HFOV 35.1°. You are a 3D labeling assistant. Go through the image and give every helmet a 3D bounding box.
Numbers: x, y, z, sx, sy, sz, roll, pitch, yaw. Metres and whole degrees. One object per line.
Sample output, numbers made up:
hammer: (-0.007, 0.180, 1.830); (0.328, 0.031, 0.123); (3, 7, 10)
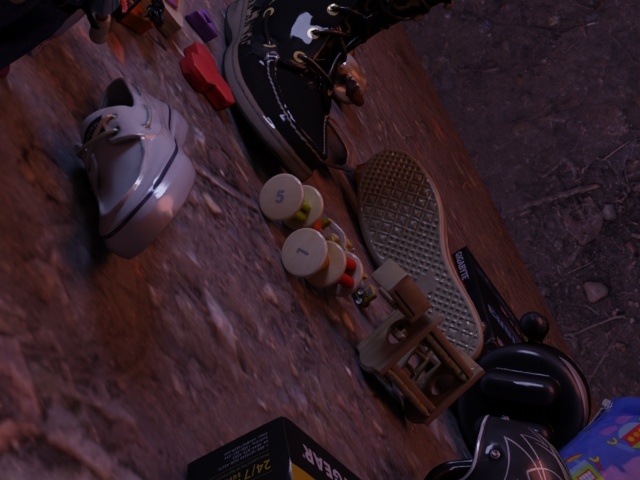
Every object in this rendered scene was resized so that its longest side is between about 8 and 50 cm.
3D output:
helmet: (0.169, 0.261, 0.975); (0.169, 0.161, 0.169); (54, 16, -23)

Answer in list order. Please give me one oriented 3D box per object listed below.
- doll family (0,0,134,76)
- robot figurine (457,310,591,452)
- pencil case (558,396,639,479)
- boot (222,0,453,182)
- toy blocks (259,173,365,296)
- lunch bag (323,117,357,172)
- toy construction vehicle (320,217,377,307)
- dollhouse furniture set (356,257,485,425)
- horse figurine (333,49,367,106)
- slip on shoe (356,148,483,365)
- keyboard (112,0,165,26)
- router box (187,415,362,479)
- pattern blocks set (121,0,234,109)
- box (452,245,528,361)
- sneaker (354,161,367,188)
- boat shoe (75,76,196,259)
doll family: (-0.185, -0.159, 0.589); (0.263, 0.163, 0.118); (30, 34, -62)
robot figurine: (0.282, 0.226, 1.401); (0.173, 0.209, 0.278); (48, 11, 16)
pencil case: (0.326, 0.296, 1.222); (0.306, 0.119, 0.133); (-27, 67, -35)
boot: (0.030, -0.256, 1.234); (0.138, 0.284, 0.377); (50, 17, -33)
toy blocks: (0.000, 0.000, 1.114); (0.148, 0.054, 0.123); (31, 34, -62)
lunch bag: (0.015, -0.130, 1.408); (0.083, 0.053, 0.071); (53, 12, 8)
toy construction vehicle: (0.034, 0.025, 1.214); (0.086, 0.035, 0.098); (32, 32, -61)
dollhouse furniture set: (0.070, 0.095, 1.153); (0.182, 0.101, 0.161); (50, -3, -33)
horse figurine: (0.027, -0.313, 1.762); (0.174, 0.066, 0.263); (35, 27, -46)
slip on shoe: (0.137, 0.027, 1.418); (0.101, 0.123, 0.331); (57, 11, -74)
keyboard: (-0.180, -0.262, 0.986); (0.108, 0.023, 0.180); (56, 21, -21)
router box: (0.042, 0.292, 0.660); (0.309, 0.081, 0.243); (47, 20, -41)
pattern blocks set: (-0.203, -0.310, 1.078); (0.325, 0.026, 0.285); (43, 23, -47)
box: (0.319, 0.199, 1.763); (0.296, 0.073, 0.293); (53, 16, -25)
sneaker: (0.089, -0.093, 1.594); (0.175, 0.064, 0.068); (-24, 101, -68)
boat shoe: (-0.145, -0.059, 0.737); (0.076, 0.083, 0.226); (42, 10, -21)
